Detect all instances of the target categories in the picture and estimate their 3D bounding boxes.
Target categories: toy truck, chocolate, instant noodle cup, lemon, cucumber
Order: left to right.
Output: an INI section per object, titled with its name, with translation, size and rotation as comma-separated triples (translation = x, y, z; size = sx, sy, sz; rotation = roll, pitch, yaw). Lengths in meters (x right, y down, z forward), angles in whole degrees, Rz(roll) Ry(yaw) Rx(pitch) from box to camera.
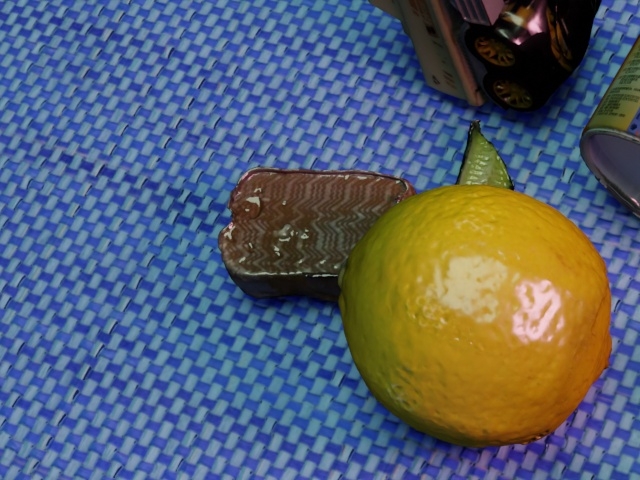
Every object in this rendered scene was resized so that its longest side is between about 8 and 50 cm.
[chocolate]
translation = 0.000, 0.000, 1.919
size = 0.214, 0.093, 0.148
rotation = 3, 58, 13
[toy truck]
translation = 0.155, -0.321, 1.903
size = 0.254, 0.405, 0.180
rotation = 15, 63, 32
[lemon]
translation = 0.160, 0.075, 1.730
size = 0.293, 0.293, 0.293
rotation = -6, 58, 9
[cucumber]
translation = 0.180, -0.036, 1.930
size = 0.070, 0.046, 0.220
rotation = 10, 63, 16
[instant noodle cup]
translation = 0.428, -0.124, 1.799
size = 0.296, 0.296, 0.214
rotation = 31, 77, 27
